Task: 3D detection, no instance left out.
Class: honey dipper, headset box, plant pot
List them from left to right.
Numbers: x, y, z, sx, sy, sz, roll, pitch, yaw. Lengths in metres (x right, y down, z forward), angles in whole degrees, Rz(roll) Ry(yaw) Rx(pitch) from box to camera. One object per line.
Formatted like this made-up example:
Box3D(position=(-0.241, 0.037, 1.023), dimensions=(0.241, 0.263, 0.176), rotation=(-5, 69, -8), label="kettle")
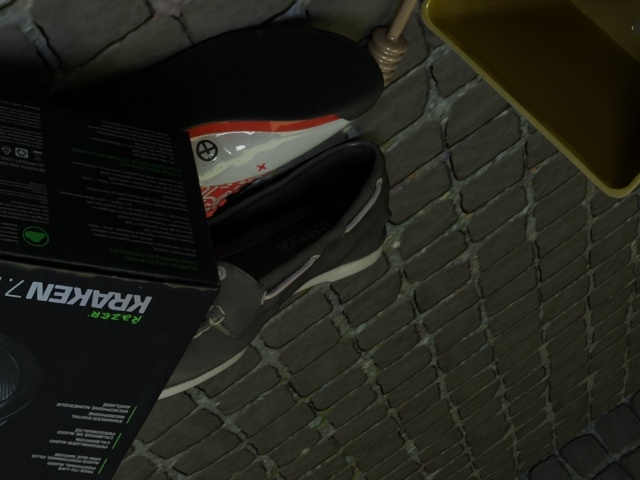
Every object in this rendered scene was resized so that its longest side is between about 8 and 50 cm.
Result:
Box3D(position=(-0.229, 0.055, 0.736), dimensions=(0.246, 0.131, 0.283), rotation=(11, 133, -27), label="headset box")
Box3D(position=(0.069, -0.183, 0.928), dimensions=(0.030, 0.030, 0.160), rotation=(-14, 144, -39), label="honey dipper")
Box3D(position=(0.244, -0.191, 0.957), dimensions=(0.212, 0.212, 0.187), rotation=(-52, 164, 30), label="plant pot")

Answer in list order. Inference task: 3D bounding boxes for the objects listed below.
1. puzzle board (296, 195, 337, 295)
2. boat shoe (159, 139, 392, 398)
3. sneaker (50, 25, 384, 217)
Box3D(position=(0.000, 0.000, 1.173), dimensions=(0.096, 0.011, 0.128), rotation=(-37, 156, -2), label="puzzle board")
Box3D(position=(-0.060, 0.009, 0.980), dimensions=(0.335, 0.112, 0.095), rotation=(-31, 138, -45), label="boat shoe")
Box3D(position=(-0.089, -0.053, 0.878), dimensions=(0.270, 0.090, 0.145), rotation=(-21, 152, -23), label="sneaker")
